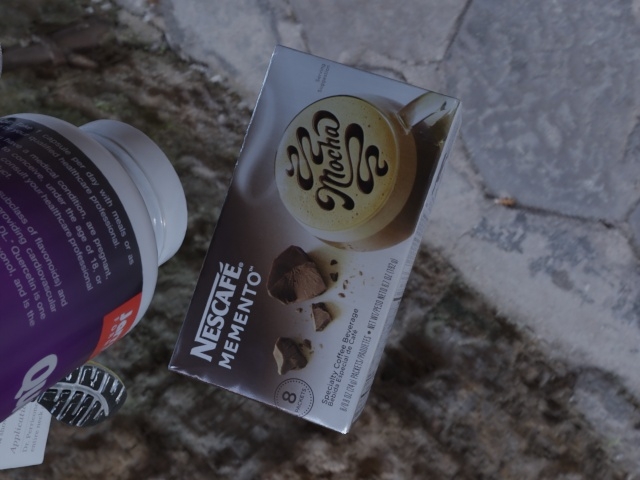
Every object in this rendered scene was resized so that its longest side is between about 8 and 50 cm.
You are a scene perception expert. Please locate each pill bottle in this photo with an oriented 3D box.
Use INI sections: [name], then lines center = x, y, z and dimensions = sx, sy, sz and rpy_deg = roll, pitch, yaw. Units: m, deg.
[pill bottle]
center = -0.234, 0.027, 0.626
dimensions = 0.182, 0.323, 0.181
rpy_deg = 15, 121, 27

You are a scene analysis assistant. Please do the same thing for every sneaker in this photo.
[sneaker]
center = -0.323, 0.152, 1.127
dimensions = 0.081, 0.209, 0.094
rpy_deg = -58, 35, 8

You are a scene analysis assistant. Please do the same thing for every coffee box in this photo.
[coffee box]
center = 0.000, 0.000, 0.850
dimensions = 0.168, 0.119, 0.297
rpy_deg = 19, 91, 9

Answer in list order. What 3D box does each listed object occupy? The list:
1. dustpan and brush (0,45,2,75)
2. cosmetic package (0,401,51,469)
[dustpan and brush]
center = -0.269, -0.223, 0.703
dimensions = 0.060, 0.147, 0.211
rpy_deg = 22, 124, 35
[cosmetic package]
center = -0.642, 0.161, 1.453
dimensions = 0.328, 0.394, 0.329
rpy_deg = 9, 86, 26
